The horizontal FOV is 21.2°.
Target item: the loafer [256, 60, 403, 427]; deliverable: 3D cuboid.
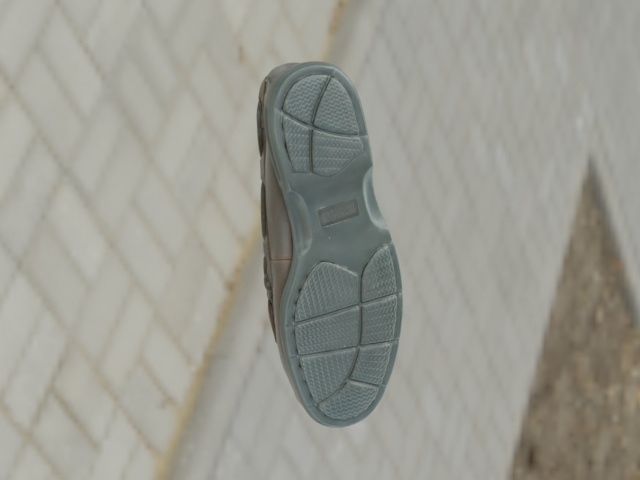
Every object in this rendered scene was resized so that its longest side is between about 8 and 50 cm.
[{"bbox_3d":[0.000,0.000,1.254,0.096,0.084,0.267,-9,101,-20],"label":"loafer"}]
